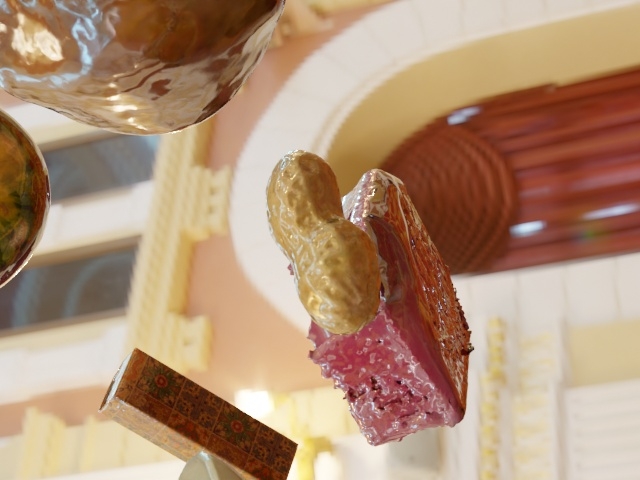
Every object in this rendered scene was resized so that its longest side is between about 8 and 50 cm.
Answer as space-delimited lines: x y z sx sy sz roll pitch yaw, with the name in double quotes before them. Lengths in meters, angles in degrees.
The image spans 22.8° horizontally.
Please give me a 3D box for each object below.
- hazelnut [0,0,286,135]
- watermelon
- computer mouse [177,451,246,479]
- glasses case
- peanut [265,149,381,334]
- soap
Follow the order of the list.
"hazelnut" -0.124 -0.192 1.066 0.229 0.229 0.229 -11 -90 -70
"watermelon" -0.451 -0.054 1.876 0.269 0.269 0.269 -11 -90 -70
"computer mouse" -0.048 0.161 0.859 0.032 0.056 0.110 13 -158 -30
"glasses case" -0.133 0.209 1.755 0.218 0.049 0.075 32 -136 -13
"peanut" 0.002 -0.001 1.510 0.193 0.089 0.089 63 -166 21
"soap" 0.068 0.065 1.700 0.220 0.127 0.325 62 -168 -15
